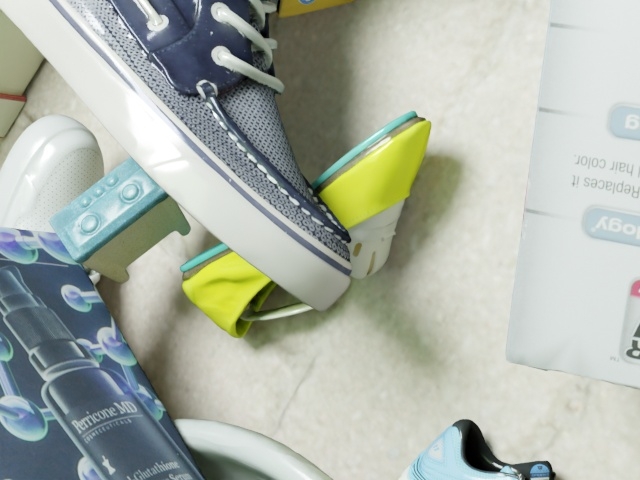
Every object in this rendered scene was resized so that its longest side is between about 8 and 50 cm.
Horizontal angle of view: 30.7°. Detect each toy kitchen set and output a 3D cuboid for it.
[{"bbox_3d":[-0.153,-0.106,0.829,0.166,0.122,0.207,-37,61,-1],"label":"toy kitchen set"}]

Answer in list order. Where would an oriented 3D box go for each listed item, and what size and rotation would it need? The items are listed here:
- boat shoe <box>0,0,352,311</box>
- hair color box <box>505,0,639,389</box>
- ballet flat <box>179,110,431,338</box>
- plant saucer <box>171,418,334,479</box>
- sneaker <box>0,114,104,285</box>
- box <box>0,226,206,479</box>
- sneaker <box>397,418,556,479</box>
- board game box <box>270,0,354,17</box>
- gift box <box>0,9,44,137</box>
[{"bbox_3d":[-0.067,-0.124,0.709,0.158,0.127,0.340,-45,75,4],"label":"boat shoe"},{"bbox_3d":[0.206,-0.113,0.512,0.185,0.113,0.374,12,108,23],"label":"hair color box"},{"bbox_3d":[0.000,0.000,0.779,0.231,0.077,0.077,-32,88,34],"label":"ballet flat"},{"bbox_3d":[-0.058,0.318,0.764,0.400,0.100,0.400,-5,82,37],"label":"plant saucer"},{"bbox_3d":[-0.182,0.064,0.892,0.169,0.108,0.292,27,110,34],"label":"sneaker"},{"bbox_3d":[-0.229,0.189,0.663,0.212,0.293,0.395,-49,59,23],"label":"box"},{"bbox_3d":[0.116,0.164,0.671,0.162,0.063,0.073,39,105,33],"label":"sneaker"},{"bbox_3d":[-0.016,-0.327,0.703,0.316,0.064,0.242,112,140,-64],"label":"board game box"},{"bbox_3d":[-0.365,-0.242,0.967,0.276,0.255,0.258,45,110,25],"label":"gift box"}]
